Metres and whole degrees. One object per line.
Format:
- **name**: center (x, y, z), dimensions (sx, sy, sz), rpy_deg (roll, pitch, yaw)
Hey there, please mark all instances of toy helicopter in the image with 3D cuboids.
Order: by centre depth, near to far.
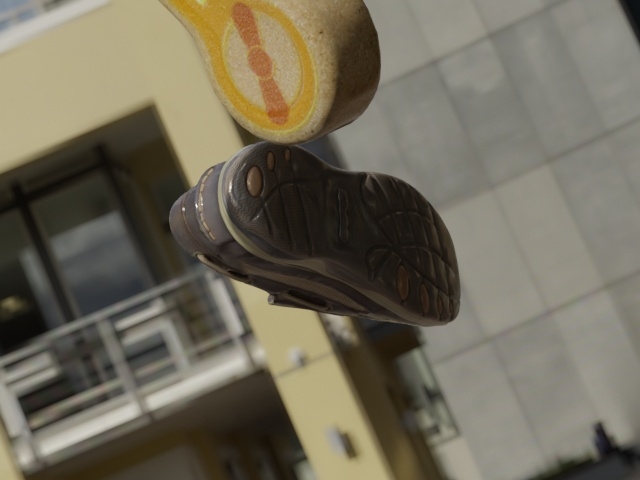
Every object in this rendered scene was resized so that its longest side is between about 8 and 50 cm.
- **toy helicopter**: center (-0.095, -0.192, 0.829), dimensions (0.140, 0.355, 0.235), rpy_deg (-30, -18, -44)

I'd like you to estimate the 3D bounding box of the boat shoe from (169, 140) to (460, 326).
- **boat shoe**: center (0.000, 0.000, 1.724), dimensions (0.130, 0.132, 0.355), rpy_deg (-13, -26, 36)
